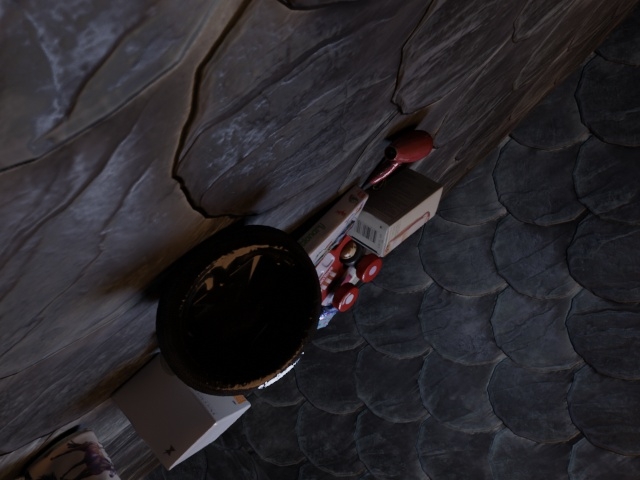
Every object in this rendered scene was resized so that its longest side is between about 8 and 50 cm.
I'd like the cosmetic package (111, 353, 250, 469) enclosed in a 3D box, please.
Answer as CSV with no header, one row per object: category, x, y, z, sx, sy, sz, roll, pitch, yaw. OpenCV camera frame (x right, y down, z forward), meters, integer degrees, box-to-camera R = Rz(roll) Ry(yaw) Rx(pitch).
cosmetic package,-0.362,0.451,1.394,0.161,0.230,0.453,-42,169,-7

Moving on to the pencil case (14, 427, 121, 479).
pencil case,-0.523,0.660,1.151,0.183,0.410,0.160,-36,166,-1

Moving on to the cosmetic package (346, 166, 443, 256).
cosmetic package,0.233,-0.095,1.554,0.296,0.153,0.129,-33,144,-35

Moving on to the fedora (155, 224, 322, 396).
fedora,-0.164,0.129,0.968,0.334,0.334,0.152,-38,-162,-26

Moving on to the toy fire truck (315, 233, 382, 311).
toy fire truck,0.051,0.076,1.619,0.302,0.169,0.254,-52,150,-3

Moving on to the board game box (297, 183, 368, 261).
board game box,0.000,0.000,1.350,0.305,0.053,0.193,-45,170,-25

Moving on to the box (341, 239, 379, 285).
box,0.103,0.101,1.949,0.149,0.127,0.232,-33,164,-40

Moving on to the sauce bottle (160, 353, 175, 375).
sauce bottle,-0.268,0.259,1.305,0.111,0.111,0.344,-49,167,25

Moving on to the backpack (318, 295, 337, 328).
backpack,0.007,0.232,1.876,0.173,0.117,0.158,-52,159,9

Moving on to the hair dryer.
hair dryer,0.207,-0.203,1.332,0.223,0.080,0.293,-42,168,-1
